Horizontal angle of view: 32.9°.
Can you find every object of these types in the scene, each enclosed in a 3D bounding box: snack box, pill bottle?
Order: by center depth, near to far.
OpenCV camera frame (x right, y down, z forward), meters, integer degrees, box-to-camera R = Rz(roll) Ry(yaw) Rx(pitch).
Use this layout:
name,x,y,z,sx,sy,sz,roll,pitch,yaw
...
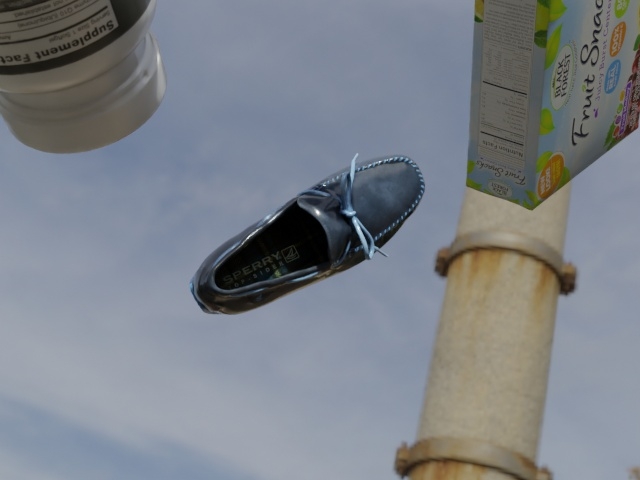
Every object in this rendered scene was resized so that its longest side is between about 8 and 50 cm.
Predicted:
name,x,y,z,sx,sy,sz,roll,pitch,yaw
snack box,0.190,-0.153,0.839,0.070,0.174,0.207,24,-49,35
pill bottle,-0.267,-0.265,0.971,0.210,0.210,0.363,5,-39,15

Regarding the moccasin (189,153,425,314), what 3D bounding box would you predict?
name,x,y,z,sx,sy,sz,roll,pitch,yaw
moccasin,0.000,0.000,1.376,0.137,0.342,0.117,55,-14,0
